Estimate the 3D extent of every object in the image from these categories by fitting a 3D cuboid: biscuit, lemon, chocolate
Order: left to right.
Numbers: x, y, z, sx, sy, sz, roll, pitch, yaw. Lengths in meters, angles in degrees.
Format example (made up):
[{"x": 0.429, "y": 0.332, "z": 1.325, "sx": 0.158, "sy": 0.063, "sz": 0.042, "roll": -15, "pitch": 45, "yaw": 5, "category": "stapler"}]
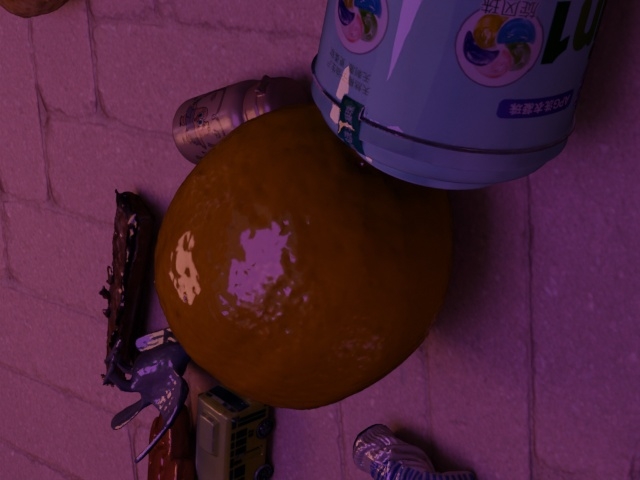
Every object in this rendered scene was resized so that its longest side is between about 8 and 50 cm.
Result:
[{"x": -0.303, "y": 0.077, "z": 2.255, "sx": 0.102, "sy": 0.065, "sz": 0.329, "roll": -125, "pitch": 40, "yaw": -51, "category": "chocolate"}, {"x": -0.229, "y": 0.401, "z": 2.202, "sx": 0.306, "sy": 0.043, "sz": 0.284, "roll": -109, "pitch": 25, "yaw": -46, "category": "biscuit"}, {"x": 0.000, "y": 0.000, "z": 1.686, "sx": 0.364, "sy": 0.364, "sz": 0.364, "roll": 20, "pitch": 118, "yaw": 42, "category": "lemon"}]

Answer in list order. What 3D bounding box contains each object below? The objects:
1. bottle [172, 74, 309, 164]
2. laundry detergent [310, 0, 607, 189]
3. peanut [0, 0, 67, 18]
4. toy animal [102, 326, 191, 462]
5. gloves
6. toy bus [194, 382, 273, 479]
[{"x": -0.097, "y": -0.158, "z": 1.919, "sx": 0.209, "sy": 0.097, "sz": 0.110, "roll": -10, "pitch": 135, "yaw": 48, "category": "bottle"}, {"x": 0.144, "y": -0.226, "z": 1.481, "sx": 0.287, "sy": 0.287, "sz": 0.305, "roll": 34, "pitch": 127, "yaw": 35, "category": "laundry detergent"}, {"x": -0.405, "y": -0.433, "z": 2.120, "sx": 0.149, "sy": 0.149, "sz": 0.313, "roll": 58, "pitch": 144, "yaw": 14, "category": "peanut"}, {"x": -0.236, "y": 0.206, "z": 2.152, "sx": 0.239, "sy": 0.176, "sz": 0.255, "roll": -87, "pitch": 17, "yaw": -49, "category": "toy animal"}, {"x": 0.134, "y": 0.324, "z": 1.857, "sx": 0.229, "sy": 0.097, "sz": 0.119, "roll": 29, "pitch": 154, "yaw": 32, "category": "gloves"}, {"x": -0.130, "y": 0.296, "z": 2.115, "sx": 0.088, "sy": 0.101, "sz": 0.175, "roll": 29, "pitch": 126, "yaw": 42, "category": "toy bus"}]
